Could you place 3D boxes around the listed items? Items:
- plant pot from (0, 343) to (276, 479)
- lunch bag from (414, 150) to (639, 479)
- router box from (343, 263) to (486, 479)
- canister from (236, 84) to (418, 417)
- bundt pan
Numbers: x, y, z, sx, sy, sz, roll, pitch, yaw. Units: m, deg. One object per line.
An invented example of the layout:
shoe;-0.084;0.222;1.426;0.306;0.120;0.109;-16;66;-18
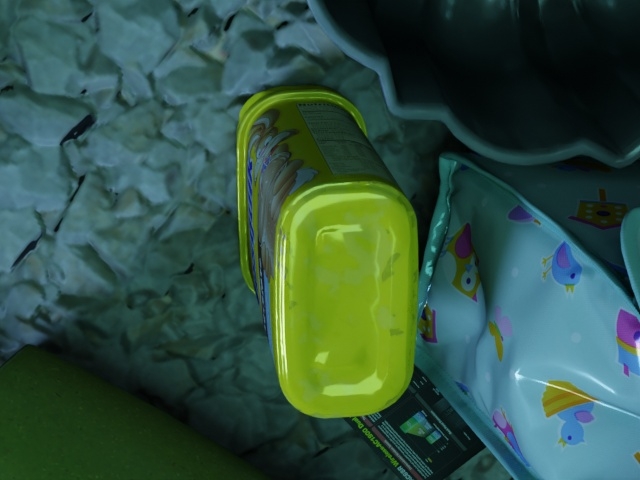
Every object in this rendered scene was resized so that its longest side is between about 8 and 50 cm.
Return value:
plant pot;-0.106;0.206;0.697;0.275;0.275;0.293;-41;94;7
lunch bag;0.195;0.053;0.640;0.223;0.262;0.160;2;109;-24
router box;0.056;0.082;0.772;0.092;0.038;0.122;-39;111;5
canister;0.000;0.000;0.661;0.073;0.170;0.126;-3;111;-8
bundt pan;0.126;-0.206;0.616;0.330;0.124;0.331;-6;118;-11
